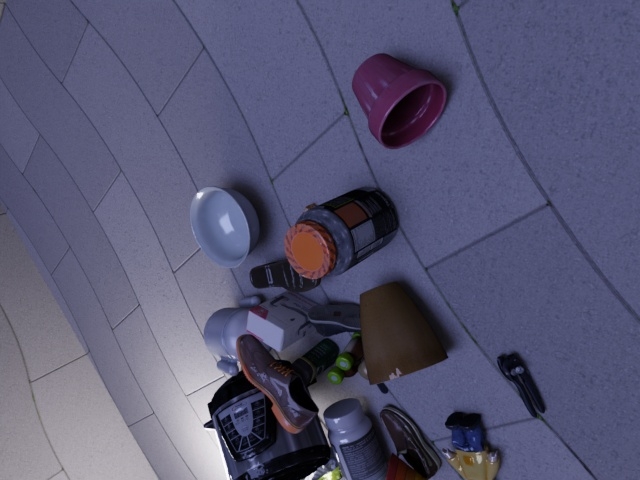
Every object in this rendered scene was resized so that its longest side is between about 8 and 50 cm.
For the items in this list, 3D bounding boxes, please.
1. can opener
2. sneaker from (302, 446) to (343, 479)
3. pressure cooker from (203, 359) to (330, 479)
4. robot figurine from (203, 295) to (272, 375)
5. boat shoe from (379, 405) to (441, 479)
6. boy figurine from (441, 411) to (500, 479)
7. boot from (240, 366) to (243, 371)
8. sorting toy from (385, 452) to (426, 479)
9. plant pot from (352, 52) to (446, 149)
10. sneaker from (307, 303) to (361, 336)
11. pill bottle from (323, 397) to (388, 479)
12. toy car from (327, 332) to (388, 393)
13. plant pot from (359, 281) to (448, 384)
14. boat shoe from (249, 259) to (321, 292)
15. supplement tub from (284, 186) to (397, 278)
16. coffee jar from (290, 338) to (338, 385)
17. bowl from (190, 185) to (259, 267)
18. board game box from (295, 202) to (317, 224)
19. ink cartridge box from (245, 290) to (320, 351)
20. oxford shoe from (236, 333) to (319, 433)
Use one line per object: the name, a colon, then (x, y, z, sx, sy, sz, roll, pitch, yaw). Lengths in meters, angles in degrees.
can opener: (0.545, 0.387, 1.416, 0.059, 0.073, 0.186, -34, 88, 4)
sneaker: (0.008, 0.875, 2.038, 0.300, 0.111, 0.121, -43, 67, 38)
pressure cooker: (-0.198, 0.643, 1.878, 0.375, 0.369, 0.420, -55, 47, 41)
robot figurine: (-0.301, 0.350, 1.964, 0.353, 0.199, 0.300, -10, 61, 53)
boat shoe: (0.279, 0.657, 1.712, 0.257, 0.095, 0.095, 45, 130, 15)
boy figurine: (0.449, 0.658, 1.579, 0.177, 0.092, 0.285, -7, 100, 38)
boot: (-0.240, 0.631, 2.135, 0.262, 0.095, 0.203, 36, 126, 26)
sorting toy: (0.281, 0.824, 1.740, 0.126, 0.127, 0.365, 9, 139, 16)
plant pot: (0.179, -0.359, 1.312, 0.180, 0.201, 0.201, 54, 134, 29)
sneaker: (0.076, 0.271, 1.741, 0.222, 0.083, 0.118, 5, 146, 21)
pill bottle: (0.121, 0.702, 1.817, 0.161, 0.161, 0.283, -14, 99, 42)
toy car: (0.147, 0.410, 1.692, 0.188, 0.155, 0.149, 32, 127, 10)
plant pot: (0.214, 0.257, 1.533, 0.237, 0.237, 0.254, -30, 74, 43)
boat shoe: (-0.104, 0.109, 1.793, 0.307, 0.104, 0.111, 2, 100, 41)
supplement tub: (0.057, -0.020, 1.456, 0.193, 0.316, 0.194, 17, 118, 34)
coffee jar: (-0.023, 0.416, 1.797, 0.079, 0.184, 0.096, 32, 126, 25)
bowl: (-0.313, -0.061, 1.867, 0.298, 0.134, 0.298, 16, 117, 34)
board game box: (0.000, 0.000, 1.696, 0.193, 0.045, 0.147, 46, 130, 15)
ink cartridge box: (-0.119, 0.265, 1.789, 0.158, 0.218, 0.092, 25, 117, 30)
oxford shoe: (-0.135, 0.436, 1.712, 0.364, 0.130, 0.133, 51, 121, 11)
